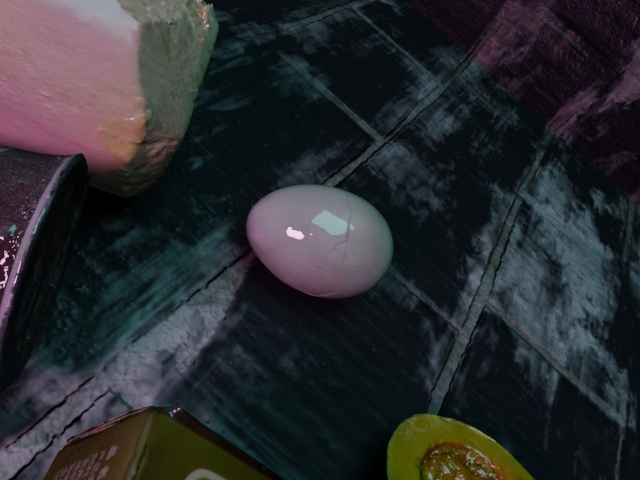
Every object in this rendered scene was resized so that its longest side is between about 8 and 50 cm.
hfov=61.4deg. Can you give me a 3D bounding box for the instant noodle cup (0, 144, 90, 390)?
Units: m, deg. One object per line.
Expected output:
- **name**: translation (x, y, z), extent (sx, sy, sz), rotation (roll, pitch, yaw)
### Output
- **instant noodle cup**: translation (-0.333, -0.003, 0.453), extent (0.207, 0.217, 0.217), rotation (16, 46, -16)

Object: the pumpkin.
- **pumpkin**: translation (0.154, 0.313, 0.620), extent (0.217, 0.110, 0.217), rotation (16, 38, -12)

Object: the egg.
- **egg**: translation (0.000, 0.000, 0.733), extent (0.209, 0.151, 0.151), rotation (15, 47, -21)

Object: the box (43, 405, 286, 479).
- **box**: translation (-0.054, 0.366, 0.297), extent (0.373, 0.138, 0.420), rotation (45, 34, -26)

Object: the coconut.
- **coconut**: translation (-0.296, -0.219, 0.597), extent (0.309, 0.297, 0.297), rotation (22, 44, -27)
